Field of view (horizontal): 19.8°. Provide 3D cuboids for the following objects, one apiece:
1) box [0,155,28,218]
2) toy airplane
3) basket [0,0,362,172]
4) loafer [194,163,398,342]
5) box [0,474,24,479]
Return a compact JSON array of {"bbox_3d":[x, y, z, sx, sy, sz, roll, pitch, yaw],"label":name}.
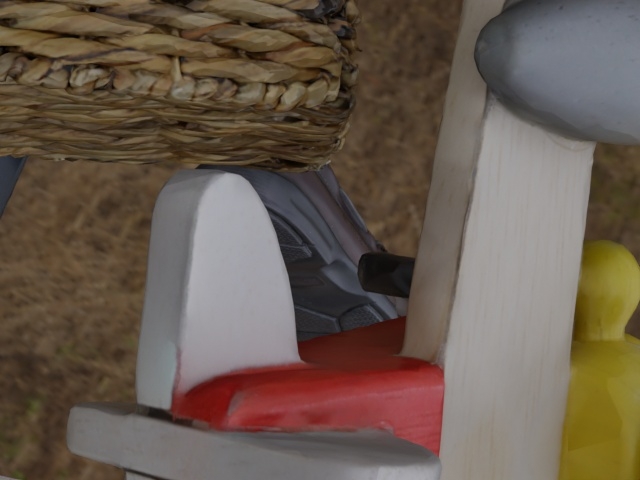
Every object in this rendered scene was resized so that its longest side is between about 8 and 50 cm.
[{"bbox_3d":[-0.377,-0.287,1.393,0.297,0.472,0.480,20,98,-39],"label":"box"},{"bbox_3d":[0.083,0.084,0.737,0.386,0.272,0.384,78,29,-41],"label":"toy airplane"},{"bbox_3d":[-0.129,-0.155,0.813,0.299,0.213,0.223,3,84,-1],"label":"basket"},{"bbox_3d":[0.000,0.000,1.232,0.302,0.109,0.095,57,43,-58],"label":"loafer"},{"bbox_3d":[-0.316,0.259,1.370,0.149,0.232,0.127,15,61,-22],"label":"box"}]
